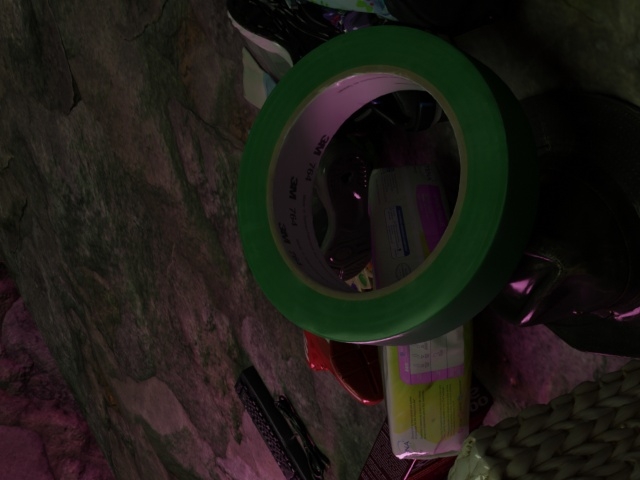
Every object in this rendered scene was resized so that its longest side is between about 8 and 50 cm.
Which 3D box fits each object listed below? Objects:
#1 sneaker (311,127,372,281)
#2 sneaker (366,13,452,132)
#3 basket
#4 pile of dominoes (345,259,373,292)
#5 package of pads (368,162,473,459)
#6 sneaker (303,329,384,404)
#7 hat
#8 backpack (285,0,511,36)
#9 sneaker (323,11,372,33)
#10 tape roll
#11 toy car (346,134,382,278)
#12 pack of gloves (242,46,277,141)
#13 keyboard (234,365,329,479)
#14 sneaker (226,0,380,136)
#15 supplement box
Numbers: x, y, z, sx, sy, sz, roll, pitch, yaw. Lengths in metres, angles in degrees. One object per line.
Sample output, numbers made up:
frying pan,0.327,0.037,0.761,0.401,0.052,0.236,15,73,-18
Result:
sneaker,0.014,-0.056,1.350,0.130,0.087,0.227,-120,16,-45
sneaker,0.078,-0.225,1.199,0.216,0.121,0.079,61,150,10
basket,0.287,0.312,1.018,0.266,0.328,0.331,56,150,31
pile of dominoes,0.000,0.000,1.469,0.196,0.040,0.251,59,151,13
package of pads,0.118,0.092,1.267,0.229,0.101,0.296,-95,-1,-49
sneaker,0.039,0.183,1.629,0.128,0.087,0.221,90,157,-50
hat,0.234,0.004,1.097,0.331,0.134,0.331,39,140,41
backpack,0.014,-0.383,1.098,0.355,0.273,0.290,-127,22,-47
sneaker,0.041,-0.262,1.287,0.068,0.071,0.169,-23,91,61
tape roll,0.061,-0.054,1.082,0.321,0.077,0.321,-7,78,34
toy car,0.037,-0.074,1.451,0.239,0.053,0.225,55,149,18
pack of gloves,-0.052,-0.142,1.481,0.232,0.046,0.195,-126,29,-53
keyboard,-0.065,0.379,1.978,0.317,0.033,0.201,57,150,15
sneaker,-0.012,-0.234,1.394,0.271,0.100,0.108,49,173,23
supplement box,0.139,0.284,1.463,0.073,0.130,0.239,50,148,26
